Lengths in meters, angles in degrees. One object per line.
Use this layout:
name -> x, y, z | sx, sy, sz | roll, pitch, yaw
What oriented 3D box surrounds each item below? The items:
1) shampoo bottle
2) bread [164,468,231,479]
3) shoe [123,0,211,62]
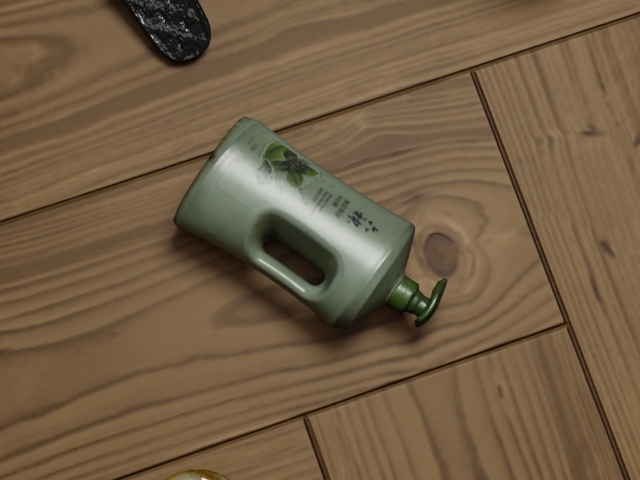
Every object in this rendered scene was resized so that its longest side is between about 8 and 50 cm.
shampoo bottle -> 0.000, 0.000, 1.387 | 0.234, 0.087, 0.118 | 33, 76, 3
bread -> -0.089, 0.266, 1.340 | 0.149, 0.073, 0.122 | 35, 82, 4
shoe -> -0.158, -0.245, 1.448 | 0.071, 0.049, 0.179 | -29, 100, 4
